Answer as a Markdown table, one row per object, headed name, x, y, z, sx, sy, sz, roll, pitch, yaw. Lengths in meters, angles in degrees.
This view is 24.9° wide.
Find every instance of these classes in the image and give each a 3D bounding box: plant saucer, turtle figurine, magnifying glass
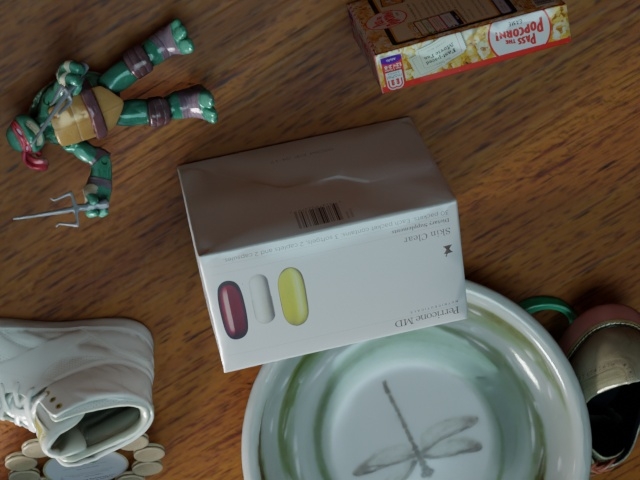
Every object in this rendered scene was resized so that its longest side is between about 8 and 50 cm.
| name | x | y | z | sx | sy | sz | roll | pitch | yaw |
| --- | --- | --- | --- | --- | --- | --- | --- | --- | --- |
| plant saucer | 0.108 | 0.236 | 1.687 | 0.400 | 0.100 | 0.401 | 0 | 89 | -3 |
| turtle figurine | -0.228 | -0.126 | 1.456 | 0.234 | 0.118 | 0.175 | -28 | 137 | -13 |
| magnifying glass | 0.324 | 0.131 | 1.767 | 0.231 | 0.026 | 0.092 | 18 | 114 | -21 |

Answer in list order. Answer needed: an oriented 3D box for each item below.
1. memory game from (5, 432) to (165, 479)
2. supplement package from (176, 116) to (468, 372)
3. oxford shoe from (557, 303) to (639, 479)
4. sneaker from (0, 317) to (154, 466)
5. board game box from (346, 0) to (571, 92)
| name | x | y | z | sx | sy | sz | roll | pitch | yaw |
| --- | --- | --- | --- | --- | --- | --- | --- | --- | --- |
| memory game | -0.271 | 0.258 | 1.683 | 0.186 | 0.012 | 0.186 | -7 | 147 | -5 |
| supplement package | 0.000 | 0.000 | 1.522 | 0.261 | 0.204 | 0.145 | -13 | 121 | -5 |
| oxford shoe | 0.305 | 0.241 | 1.750 | 0.123 | 0.130 | 0.348 | 5 | 129 | -12 |
| sneaker | -0.324 | 0.168 | 1.575 | 0.292 | 0.169 | 0.108 | -8 | 122 | -6 |
| board game box | 0.135 | -0.220 | 1.458 | 0.193 | 0.147 | 0.045 | -15 | 121 | -2 |
